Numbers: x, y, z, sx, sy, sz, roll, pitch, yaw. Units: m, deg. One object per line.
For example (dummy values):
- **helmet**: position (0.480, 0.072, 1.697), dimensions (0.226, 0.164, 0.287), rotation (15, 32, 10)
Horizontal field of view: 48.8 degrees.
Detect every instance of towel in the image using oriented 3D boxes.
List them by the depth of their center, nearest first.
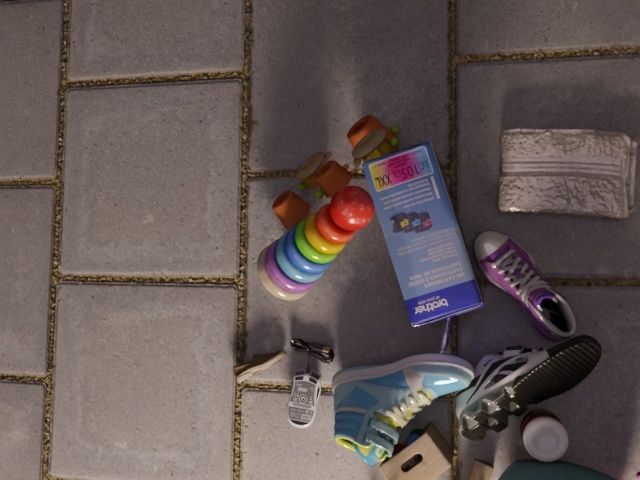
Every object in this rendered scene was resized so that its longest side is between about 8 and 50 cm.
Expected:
- **towel**: position (0.524, -0.143, 1.506), dimensions (0.282, 0.049, 0.187), rotation (3, 85, 13)

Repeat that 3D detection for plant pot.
- **plant pot**: position (0.432, 0.542, 1.371), dimensions (0.195, 0.290, 0.290), rotation (32, 93, 34)

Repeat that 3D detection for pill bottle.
- **pill bottle**: position (0.448, 0.388, 1.423), dimensions (0.086, 0.152, 0.086), rotation (-1, 85, 13)

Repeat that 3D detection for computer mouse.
- **computer mouse**: position (-0.033, 0.325, 1.599), dimensions (0.105, 0.042, 0.193), rotation (10, 82, 9)

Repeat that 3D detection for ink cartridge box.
- **ink cartridge box**: position (0.228, 0.024, 1.445), dimensions (0.151, 0.270, 0.396), rotation (-20, 81, 12)

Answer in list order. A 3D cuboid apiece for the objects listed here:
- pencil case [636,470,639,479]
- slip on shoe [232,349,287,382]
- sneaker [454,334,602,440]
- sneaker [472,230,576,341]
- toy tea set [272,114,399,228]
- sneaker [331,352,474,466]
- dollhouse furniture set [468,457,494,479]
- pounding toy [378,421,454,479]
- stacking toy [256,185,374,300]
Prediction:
- **pencil case**: position (0.718, 0.393, 1.390), dimensions (0.104, 0.104, 0.236), rotation (26, 92, 14)
- **slip on shoe**: position (-0.141, 0.280, 1.623), dimensions (0.135, 0.051, 0.041), rotation (-31, 82, 17)
- **sneaker**: position (0.401, 0.261, 1.435), dimensions (0.330, 0.122, 0.146), rotation (-37, 35, 21)
- **sneaker**: position (0.425, 0.083, 1.449), dimensions (0.102, 0.161, 0.282), rotation (-41, 78, 2)
- **toy tea set**: position (0.049, -0.136, 1.567), dimensions (0.336, 0.200, 0.124), rotation (-33, 114, 23)
- **sneaker**: position (0.167, 0.357, 1.452), dimensions (0.318, 0.127, 0.208), rotation (-17, 45, 26)
- **dollhouse furniture set**: position (0.259, 0.540, 1.480), dimensions (0.160, 0.101, 0.182), rotation (17, 89, 14)
- **pounding toy**: position (0.171, 0.471, 1.452), dimensions (0.181, 0.206, 0.094), rotation (-39, 78, 7)
- **stacking toy**: position (0.000, 0.000, 1.485), dimensions (0.330, 0.141, 0.141), rotation (-41, 75, 44)
